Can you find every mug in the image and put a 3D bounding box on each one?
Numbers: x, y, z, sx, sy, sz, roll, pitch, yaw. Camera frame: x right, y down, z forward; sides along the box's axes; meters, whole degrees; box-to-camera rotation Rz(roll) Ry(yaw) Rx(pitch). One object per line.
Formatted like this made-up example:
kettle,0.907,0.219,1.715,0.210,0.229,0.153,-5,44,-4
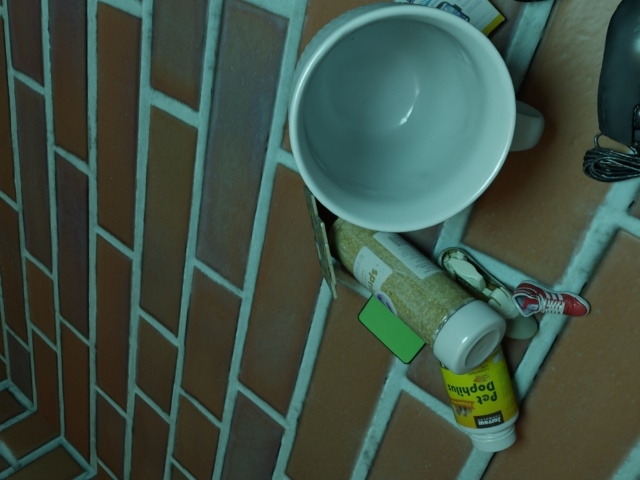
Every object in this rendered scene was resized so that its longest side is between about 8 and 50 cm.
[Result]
mug,0.139,-0.194,0.839,0.374,0.328,0.276,6,113,-6

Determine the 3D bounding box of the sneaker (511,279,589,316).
sneaker,0.375,0.106,0.946,0.118,0.067,0.042,19,119,33

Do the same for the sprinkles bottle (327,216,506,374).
sprinkles bottle,0.156,0.077,1.017,0.355,0.121,0.121,43,132,39

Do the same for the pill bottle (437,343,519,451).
pill bottle,0.290,0.268,1.049,0.117,0.117,0.215,-11,101,41

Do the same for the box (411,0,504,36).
box,0.203,-0.357,0.871,0.136,0.028,0.081,38,124,-19

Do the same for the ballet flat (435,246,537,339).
ballet flat,0.287,0.091,1.002,0.213,0.072,0.068,42,167,21

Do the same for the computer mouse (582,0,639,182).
computer mouse,0.442,-0.204,0.761,0.188,0.072,0.272,6,112,38

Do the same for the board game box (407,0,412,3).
board game box,0.198,-0.531,0.845,0.208,0.056,0.347,46,130,21

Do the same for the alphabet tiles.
alphabet tiles,0.000,0.000,1.139,0.237,0.009,0.198,-123,20,-76

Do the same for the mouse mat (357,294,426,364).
mouse mat,0.166,0.152,1.178,0.152,0.007,0.190,43,130,18
